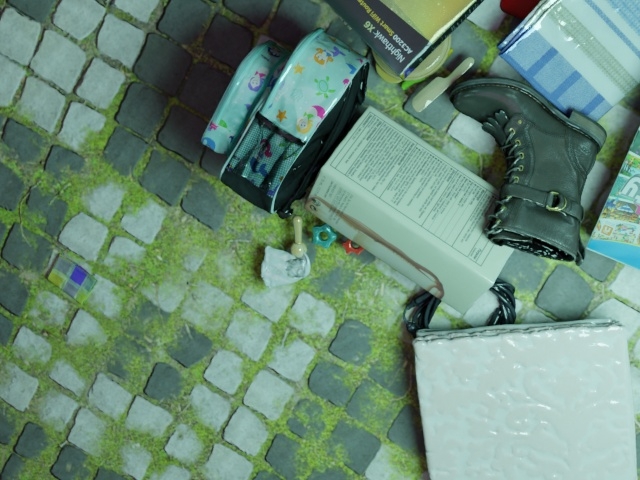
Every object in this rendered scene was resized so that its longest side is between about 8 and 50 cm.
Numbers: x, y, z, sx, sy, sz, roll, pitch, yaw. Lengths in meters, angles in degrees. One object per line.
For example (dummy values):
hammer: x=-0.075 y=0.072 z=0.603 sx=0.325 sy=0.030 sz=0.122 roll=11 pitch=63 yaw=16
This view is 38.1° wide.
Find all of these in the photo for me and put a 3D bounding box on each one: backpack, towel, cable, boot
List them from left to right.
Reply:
towel: x=-0.439 y=0.068 z=1.634 sx=0.083 sy=0.009 sz=0.060 roll=37 pitch=107 yaw=2
backpack: x=-0.043 y=-0.194 z=1.372 sx=0.191 sy=0.225 sz=0.253 roll=38 pitch=113 yaw=-1
cable: x=0.234 y=0.128 z=1.478 sx=0.184 sy=0.047 sz=0.150 roll=-32 pitch=94 yaw=17
boot: x=0.281 y=-0.100 z=1.331 sx=0.263 sy=0.091 sz=0.229 roll=22 pitch=68 yaw=5
towel: x=0.323 y=0.275 z=1.468 sx=0.331 sy=0.053 sz=0.317 roll=-5 pitch=110 yaw=13
towel: x=0.413 y=-0.312 z=1.312 sx=0.209 sy=0.034 sz=0.285 roll=36 pitch=111 yaw=-23

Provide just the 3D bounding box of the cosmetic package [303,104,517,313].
cosmetic package: x=0.143 y=-0.045 z=1.387 sx=0.296 sy=0.153 sz=0.129 roll=35 pitch=151 yaw=4

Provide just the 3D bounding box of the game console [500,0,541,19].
game console: x=0.355 y=-0.377 z=1.351 sx=0.124 sy=0.085 sz=0.144 roll=15 pitch=109 yaw=-23

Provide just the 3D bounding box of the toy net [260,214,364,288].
toy net: x=0.000 y=0.000 z=1.505 sx=0.122 sy=0.045 sz=0.232 roll=43 pitch=109 yaw=-1

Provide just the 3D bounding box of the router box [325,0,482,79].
router box: x=0.098 y=-0.427 z=1.342 sx=0.309 sy=0.081 sz=0.243 roll=46 pitch=101 yaw=2

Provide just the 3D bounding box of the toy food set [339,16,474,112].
toy food set: x=0.134 y=-0.302 z=1.411 sx=0.132 sy=0.038 sz=0.192 roll=-39 pitch=87 yaw=11

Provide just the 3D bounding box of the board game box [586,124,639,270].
board game box: x=0.543 y=-0.087 z=1.304 sx=0.224 sy=0.097 sz=0.303 roll=24 pitch=107 yaw=17
